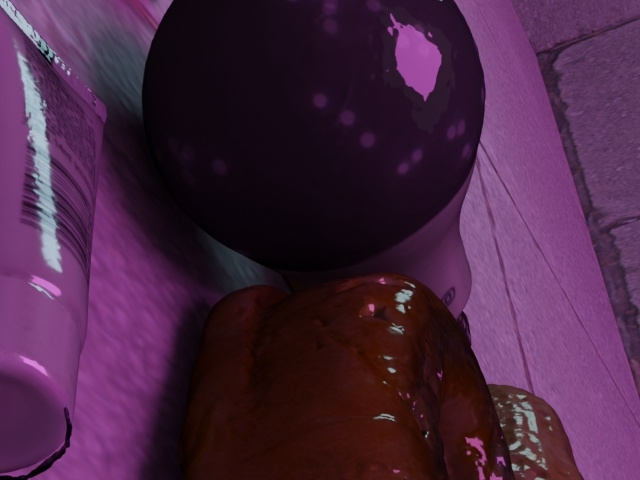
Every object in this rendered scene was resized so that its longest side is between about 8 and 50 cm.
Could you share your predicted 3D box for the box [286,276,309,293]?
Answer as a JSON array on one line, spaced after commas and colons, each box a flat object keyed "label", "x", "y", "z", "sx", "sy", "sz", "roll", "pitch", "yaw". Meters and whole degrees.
[{"label": "box", "x": 0.000, "y": 0.000, "z": 0.842, "sx": 0.105, "sy": 0.037, "sz": 0.106, "roll": -20, "pitch": 90, "yaw": -74}]

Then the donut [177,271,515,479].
[{"label": "donut", "x": 0.021, "y": 0.136, "z": 0.588, "sx": 0.261, "sy": 0.128, "sz": 0.208, "roll": -85, "pitch": 151, "yaw": -52}]

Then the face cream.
[{"label": "face cream", "x": -0.116, "y": -0.018, "z": 0.469, "sx": 0.092, "sy": 0.058, "sz": 0.244, "roll": 51, "pitch": 18, "yaw": -34}]

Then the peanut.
[{"label": "peanut", "x": 0.151, "y": 0.190, "z": 0.988, "sx": 0.236, "sy": 0.110, "sz": 0.120, "roll": -96, "pitch": 172, "yaw": -72}]

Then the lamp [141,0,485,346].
[{"label": "lamp", "x": 0.036, "y": -0.037, "z": 0.697, "sx": 0.314, "sy": 0.182, "sz": 0.182, "roll": 43, "pitch": 29, "yaw": -36}]
